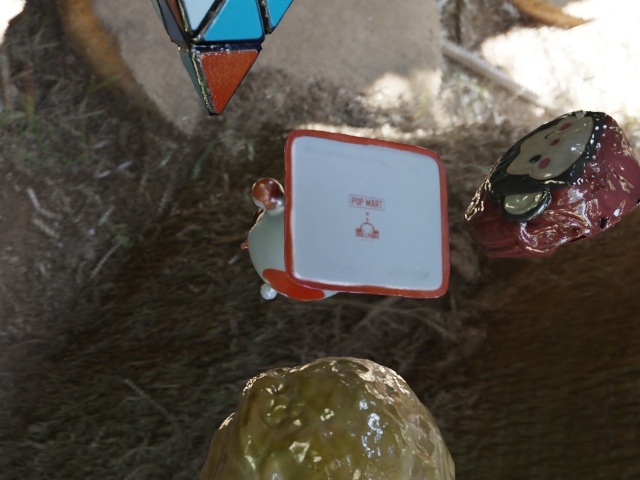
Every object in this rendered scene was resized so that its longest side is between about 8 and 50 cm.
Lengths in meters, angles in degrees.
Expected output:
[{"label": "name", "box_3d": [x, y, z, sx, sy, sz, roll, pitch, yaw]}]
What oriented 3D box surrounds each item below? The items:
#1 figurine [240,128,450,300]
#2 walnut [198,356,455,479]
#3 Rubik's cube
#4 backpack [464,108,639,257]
[{"label": "figurine", "box_3d": [0.000, 0.000, 1.146, 0.183, 0.226, 0.160, 7, 74, -25]}, {"label": "walnut", "box_3d": [0.006, 0.288, 1.253, 0.306, 0.306, 0.344, 50, 15, -20]}, {"label": "Rubik's cube", "box_3d": [-0.048, -0.274, 1.022, 0.234, 0.284, 0.250, -24, 103, -13]}, {"label": "backpack", "box_3d": [0.279, -0.055, 1.324, 0.139, 0.229, 0.229, 53, 54, -15]}]
